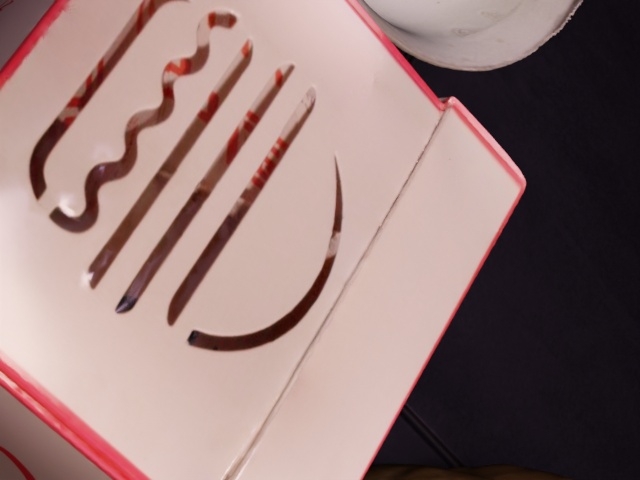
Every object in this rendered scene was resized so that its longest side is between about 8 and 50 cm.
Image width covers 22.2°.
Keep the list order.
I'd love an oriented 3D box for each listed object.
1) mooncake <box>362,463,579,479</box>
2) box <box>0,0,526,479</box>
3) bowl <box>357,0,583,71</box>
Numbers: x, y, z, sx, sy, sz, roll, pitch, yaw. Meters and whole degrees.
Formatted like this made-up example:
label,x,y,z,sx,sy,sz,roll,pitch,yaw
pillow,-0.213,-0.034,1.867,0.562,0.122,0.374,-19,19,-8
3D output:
label,x,y,z,sx,sy,sz,roll,pitch,yaw
mooncake,0.123,0.346,1.210,0.378,0.201,0.378,2,86,-39
box,-0.130,-0.003,0.943,0.300,0.312,0.314,46,61,-27
bowl,0.059,-0.274,1.210,0.313,0.146,0.313,1,88,-38
